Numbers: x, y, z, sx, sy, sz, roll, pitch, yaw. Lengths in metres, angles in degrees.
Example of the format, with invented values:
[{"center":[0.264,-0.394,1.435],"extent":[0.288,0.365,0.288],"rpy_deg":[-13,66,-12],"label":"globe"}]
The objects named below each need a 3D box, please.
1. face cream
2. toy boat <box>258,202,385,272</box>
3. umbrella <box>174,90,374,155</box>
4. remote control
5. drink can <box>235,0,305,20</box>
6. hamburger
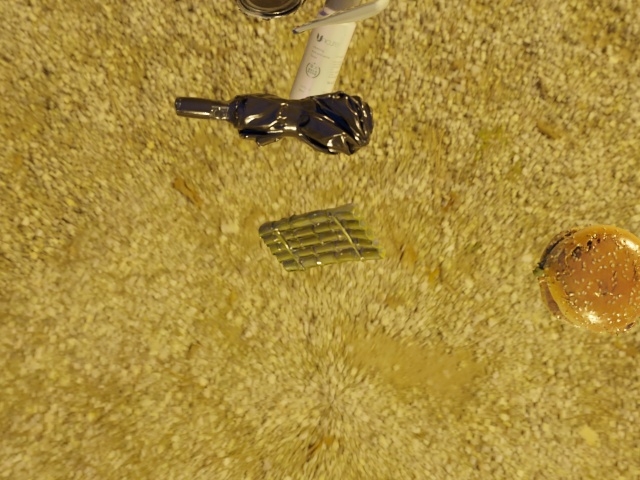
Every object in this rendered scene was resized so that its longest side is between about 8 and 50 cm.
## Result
[{"center":[0.019,-0.438,1.745],"extent":[0.092,0.092,0.311],"rpy_deg":[26,118,6],"label":"face cream"},{"center":[0.000,0.000,0.743],"extent":[0.115,0.063,0.016],"rpy_deg":[-11,37,36],"label":"toy boat"},{"center":[-0.077,-0.213,1.359],"extent":[0.340,0.118,0.118],"rpy_deg":[7,79,-5],"label":"umbrella"},{"center":[0.035,-0.389,1.393],"extent":[0.184,0.050,0.027],"rpy_deg":[-7,111,34],"label":"remote control"},{"center":[-0.076,-0.419,1.062],"extent":[0.097,0.097,0.235],"rpy_deg":[-5,70,0],"label":"drink can"},{"center":[0.454,0.068,1.300],"extent":[0.182,0.118,0.191],"rpy_deg":[-24,93,7],"label":"hamburger"}]
